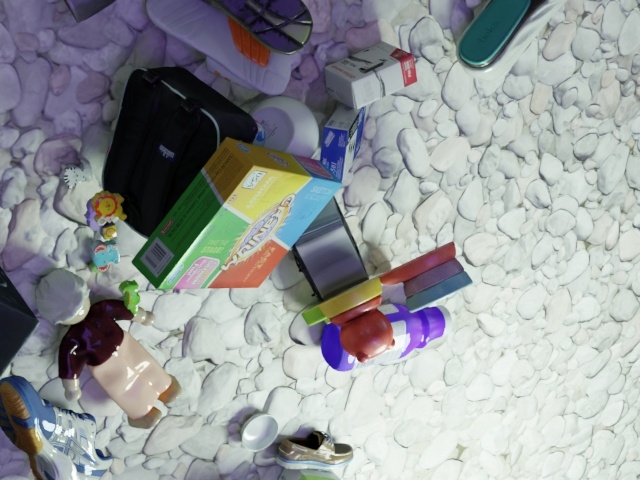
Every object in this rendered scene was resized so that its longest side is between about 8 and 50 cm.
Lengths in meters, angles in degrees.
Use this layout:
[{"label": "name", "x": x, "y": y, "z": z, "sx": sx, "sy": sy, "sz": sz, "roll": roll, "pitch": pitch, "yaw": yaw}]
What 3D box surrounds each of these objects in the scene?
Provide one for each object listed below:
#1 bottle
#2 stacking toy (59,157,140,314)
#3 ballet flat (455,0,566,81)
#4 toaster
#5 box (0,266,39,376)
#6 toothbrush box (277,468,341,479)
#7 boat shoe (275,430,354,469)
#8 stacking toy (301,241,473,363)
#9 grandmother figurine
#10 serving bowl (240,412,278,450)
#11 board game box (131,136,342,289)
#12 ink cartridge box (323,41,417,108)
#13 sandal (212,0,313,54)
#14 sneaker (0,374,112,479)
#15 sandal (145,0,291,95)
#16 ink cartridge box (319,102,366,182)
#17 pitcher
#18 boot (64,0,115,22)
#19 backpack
[{"label": "bottle", "x": 0.139, "y": 0.187, "z": 2.215, "sx": 0.282, "sy": 0.092, "sz": 0.118, "roll": -10, "pitch": 125, "yaw": -30}, {"label": "stacking toy", "x": -0.351, "y": -0.008, "z": 1.735, "sx": 0.052, "sy": 0.167, "sz": 0.221, "roll": -19, "pitch": 124, "yaw": -23}, {"label": "ballet flat", "x": 0.410, "y": -0.464, "z": 2.062, "sx": 0.400, "sy": 0.139, "sz": 0.139, "roll": -50, "pitch": 130, "yaw": 3}, {"label": "toaster", "x": 0.000, "y": 0.000, "z": 1.960, "sx": 0.110, "sy": 0.186, "sz": 0.168, "roll": -24, "pitch": 127, "yaw": 5}, {"label": "box", "x": -0.613, "y": 0.045, "z": 1.489, "sx": 0.343, "sy": 0.312, "sz": 0.179, "roll": 36, "pitch": 90, "yaw": -41}, {"label": "toothbrush box", "x": 0.001, "y": 0.613, "z": 2.214, "sx": 0.122, "sy": 0.283, "sz": 0.206, "roll": 19, "pitch": 101, "yaw": -40}, {"label": "boat shoe", "x": -0.004, "y": 0.435, "z": 2.263, "sx": 0.183, "sy": 0.066, "sz": 0.066, "roll": 1, "pitch": 111, "yaw": -35}, {"label": "stacking toy", "x": 0.125, "y": 0.130, "z": 2.046, "sx": 0.309, "sy": 0.279, "sz": 0.130, "roll": -24, "pitch": 87, "yaw": -25}, {"label": "grandmother figurine", "x": -0.375, "y": 0.185, "z": 1.870, "sx": 0.208, "sy": 0.104, "sz": 0.342, "roll": -57, "pitch": 134, "yaw": -33}, {"label": "serving bowl", "x": -0.126, "y": 0.379, "z": 2.176, "sx": 0.083, "sy": 0.027, "sz": 0.083, "roll": -16, "pitch": 122, "yaw": -28}, {"label": "board game box", "x": -0.120, "y": -0.032, "z": 1.694, "sx": 0.242, "sy": 0.064, "sz": 0.316, "roll": -51, "pitch": 160, "yaw": 15}, {"label": "ink cartridge box", "x": 0.088, "y": -0.294, "z": 1.931, "sx": 0.135, "sy": 0.099, "sz": 0.056, "roll": -27, "pitch": 126, "yaw": -21}, {"label": "sandal", "x": -0.135, "y": -0.415, "z": 1.719, "sx": 0.120, "sy": 0.086, "sz": 0.303, "roll": -41, "pitch": 113, "yaw": 1}, {"label": "sneaker", "x": -0.463, "y": 0.324, "z": 1.888, "sx": 0.131, "sy": 0.111, "sz": 0.296, "roll": -44, "pitch": 134, "yaw": -31}, {"label": "sandal", "x": -0.168, "y": -0.324, "z": 1.765, "sx": 0.265, "sy": 0.076, "sz": 0.102, "roll": 29, "pitch": 70, "yaw": -20}, {"label": "ink cartridge box", "x": 0.039, "y": -0.179, "z": 1.903, "sx": 0.046, "sy": 0.207, "sz": 0.097, "roll": 10, "pitch": 112, "yaw": 7}, {"label": "pitcher", "x": -0.073, "y": -0.157, "z": 1.846, "sx": 0.178, "sy": 0.125, "sz": 0.207, "roll": -52, "pitch": 171, "yaw": 9}, {"label": "boot", "x": -0.313, "y": -0.448, "z": 1.604, "sx": 0.208, "sy": 0.076, "sz": 0.190, "roll": -25, "pitch": 101, "yaw": 0}, {"label": "backpack", "x": -0.225, "y": -0.128, "z": 1.720, "sx": 0.191, "sy": 0.225, "sz": 0.254, "roll": -6, "pitch": 127, "yaw": -57}]
